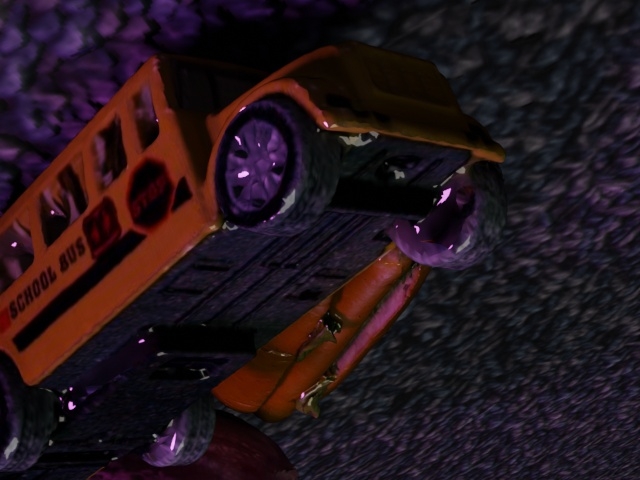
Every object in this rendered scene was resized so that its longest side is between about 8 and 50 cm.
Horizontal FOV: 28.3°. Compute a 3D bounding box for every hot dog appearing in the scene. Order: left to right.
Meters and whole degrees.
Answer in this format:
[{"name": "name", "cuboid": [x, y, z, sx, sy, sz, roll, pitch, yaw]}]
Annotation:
[{"name": "hot dog", "cuboid": [-0.004, 0.043, 0.692, 0.100, 0.068, 0.249, -10, 156, -21]}]

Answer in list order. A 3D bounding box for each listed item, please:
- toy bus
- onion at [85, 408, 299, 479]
[{"name": "toy bus", "cuboid": [-0.075, 0.017, 0.574, 0.121, 0.123, 0.335, 7, 144, -44]}, {"name": "onion", "cuboid": [-0.170, 0.170, 0.809, 0.348, 0.159, 0.267, 13, 151, -11]}]
